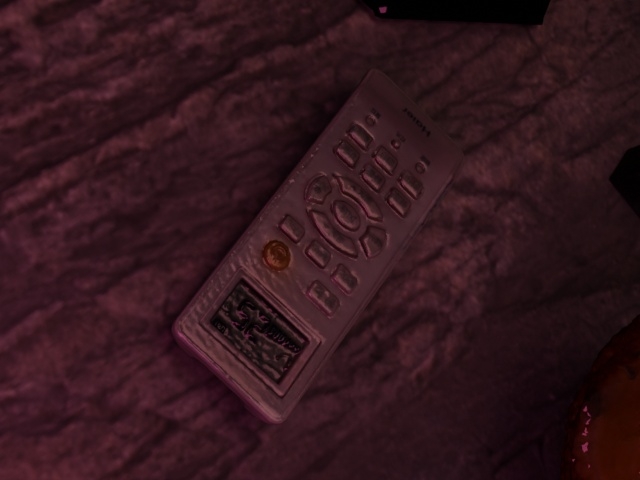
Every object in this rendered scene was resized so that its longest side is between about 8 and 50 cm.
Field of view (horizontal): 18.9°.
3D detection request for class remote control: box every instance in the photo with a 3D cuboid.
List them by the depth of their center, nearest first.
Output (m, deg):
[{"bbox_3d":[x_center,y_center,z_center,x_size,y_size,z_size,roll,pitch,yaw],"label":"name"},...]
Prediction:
[{"bbox_3d":[0.000,0.000,1.475,0.109,0.055,0.313,44,56,-11],"label":"remote control"}]

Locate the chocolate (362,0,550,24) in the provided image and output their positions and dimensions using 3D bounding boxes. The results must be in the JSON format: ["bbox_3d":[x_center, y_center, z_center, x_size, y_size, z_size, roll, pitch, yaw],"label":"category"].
[{"bbox_3d":[0.181,-0.400,1.586,0.383,0.331,0.384,16,64,-37],"label":"chocolate"}]

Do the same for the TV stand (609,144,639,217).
[{"bbox_3d":[0.363,0.020,1.768,0.256,0.040,0.049,50,50,-13],"label":"TV stand"}]

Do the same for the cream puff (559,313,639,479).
[{"bbox_3d":[0.339,0.198,1.558,0.350,0.228,0.350,1,86,-18],"label":"cream puff"}]
